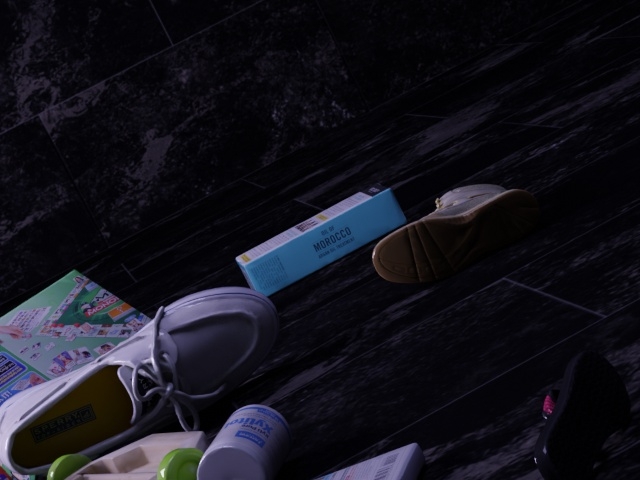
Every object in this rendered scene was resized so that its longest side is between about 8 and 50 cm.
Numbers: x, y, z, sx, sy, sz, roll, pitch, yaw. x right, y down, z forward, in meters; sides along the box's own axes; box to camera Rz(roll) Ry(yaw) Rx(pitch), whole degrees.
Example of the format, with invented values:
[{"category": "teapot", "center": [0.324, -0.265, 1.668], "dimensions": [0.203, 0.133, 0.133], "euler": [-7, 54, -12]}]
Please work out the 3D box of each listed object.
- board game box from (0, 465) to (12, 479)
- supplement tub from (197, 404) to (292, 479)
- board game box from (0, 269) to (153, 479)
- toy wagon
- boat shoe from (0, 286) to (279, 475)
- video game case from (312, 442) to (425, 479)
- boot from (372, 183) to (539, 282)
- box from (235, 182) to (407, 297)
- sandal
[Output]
[{"category": "board game box", "center": [-0.424, 0.322, 1.877], "dimensions": [0.147, 0.045, 0.193], "euler": [-38, -8, -49]}, {"category": "supplement tub", "center": [-0.071, 0.206, 1.680], "dimensions": [0.071, 0.071, 0.107], "euler": [-24, 10, 17]}, {"category": "board game box", "center": [-0.336, 0.169, 2.232], "dimensions": [0.317, 0.213, 0.046], "euler": [-37, -30, -46]}, {"category": "toy wagon", "center": [-0.264, 0.294, 1.744], "dimensions": [0.344, 0.068, 0.267], "euler": [-34, 12, -33]}, {"category": "boat shoe", "center": [-0.204, 0.166, 2.016], "dimensions": [0.367, 0.136, 0.156], "euler": [-24, 11, -11]}, {"category": "video game case", "center": [-0.019, 0.249, 1.461], "dimensions": [0.193, 0.023, 0.212], "euler": [-23, 11, 20]}, {"category": "boot", "center": [0.157, -0.013, 2.206], "dimensions": [0.213, 0.077, 0.165], "euler": [-22, 10, -4]}, {"category": "box", "center": [0.000, 0.000, 2.591], "dimensions": [0.244, 0.060, 0.100], "euler": [-28, 10, -6]}, {"category": "sandal", "center": [0.193, 0.141, 1.356], "dimensions": [0.040, 0.067, 0.179], "euler": [-34, 7, 35]}]
